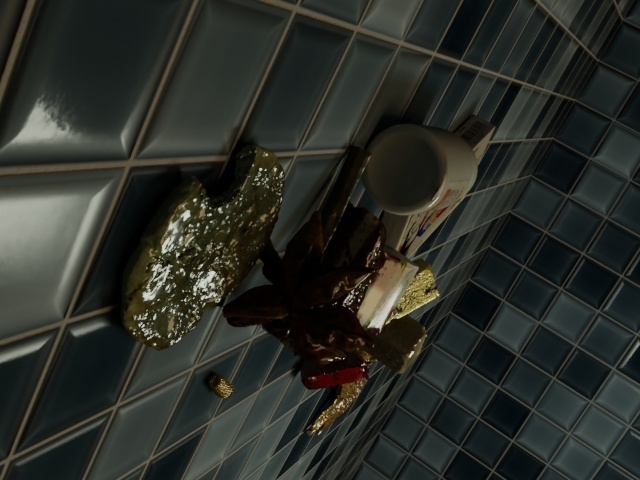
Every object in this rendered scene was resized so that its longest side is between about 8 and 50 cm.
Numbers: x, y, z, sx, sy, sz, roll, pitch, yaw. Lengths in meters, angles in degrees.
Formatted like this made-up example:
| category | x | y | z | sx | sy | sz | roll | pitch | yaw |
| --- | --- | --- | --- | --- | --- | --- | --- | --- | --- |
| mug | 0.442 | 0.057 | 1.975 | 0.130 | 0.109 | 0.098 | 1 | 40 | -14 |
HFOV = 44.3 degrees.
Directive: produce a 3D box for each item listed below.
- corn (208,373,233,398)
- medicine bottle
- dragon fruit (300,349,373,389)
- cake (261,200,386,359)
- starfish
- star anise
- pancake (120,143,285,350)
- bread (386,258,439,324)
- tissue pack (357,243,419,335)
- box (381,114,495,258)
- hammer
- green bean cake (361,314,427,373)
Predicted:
| category | x | y | z | sx | sy | sz | roll | pitch | yaw |
| --- | --- | --- | --- | --- | --- | --- | --- | --- | --- |
| corn | -0.149 | 0.220 | 1.178 | 0.083 | 0.028 | 0.027 | 76 | 28 | -67 |
| medicine bottle | 0.170 | -0.116 | 1.274 | 0.144 | 0.144 | 0.252 | -63 | 161 | 19 |
| dragon fruit | 0.026 | 0.243 | 1.603 | 0.147 | 0.096 | 0.102 | -9 | 144 | -7 |
| cake | 0.002 | 0.068 | 1.188 | 0.135 | 0.112 | 0.246 | -35 | 152 | -47 |
| starfish | 0.065 | 0.397 | 2.050 | 0.302 | 0.060 | 0.299 | -58 | 166 | 5 |
| star anise | -0.023 | 0.077 | 0.976 | 0.212 | 0.196 | 0.111 | -44 | -173 | 25 |
| pancake | -0.127 | 0.011 | 0.851 | 0.253 | 0.037 | 0.253 | -49 | 161 | -23 |
| bread | 0.125 | 0.119 | 1.539 | 0.226 | 0.049 | 0.088 | -27 | 116 | -17 |
| tissue pack | 0.086 | 0.078 | 1.412 | 0.106 | 0.099 | 0.149 | 22 | 101 | -39 |
| box | 0.228 | -0.093 | 1.620 | 0.353 | 0.069 | 0.214 | -41 | 157 | -39 |
| hammer | 0.001 | 0.000 | 1.109 | 0.027 | 0.125 | 0.297 | 31 | 82 | -48 |
| green bean cake | 0.124 | 0.184 | 1.617 | 0.085 | 0.179 | 0.109 | -48 | 160 | -27 |
